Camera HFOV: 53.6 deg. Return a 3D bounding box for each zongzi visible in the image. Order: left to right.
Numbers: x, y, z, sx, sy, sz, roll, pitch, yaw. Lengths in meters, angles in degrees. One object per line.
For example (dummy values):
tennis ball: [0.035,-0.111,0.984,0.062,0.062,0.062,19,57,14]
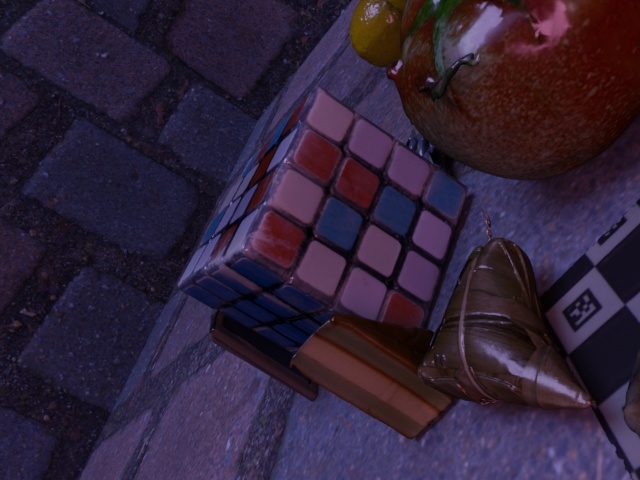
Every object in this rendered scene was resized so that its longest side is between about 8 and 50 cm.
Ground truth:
zongzi: [0.183,0.055,0.547,0.178,0.081,0.189,-15,45,61]

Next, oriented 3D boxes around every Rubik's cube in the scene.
Rubik's cube: [0.000,0.000,0.858,0.256,0.259,0.253,-28,32,59]

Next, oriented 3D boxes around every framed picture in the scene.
framed picture: [-0.082,0.120,1.002,0.023,0.189,0.260,-46,19,21]

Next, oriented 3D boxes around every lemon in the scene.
lemon: [0.155,-0.496,1.461,0.193,0.180,0.180,-4,52,43]

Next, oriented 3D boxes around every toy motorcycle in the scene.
toy motorcycle: [0.173,-0.147,0.980,0.124,0.061,0.193,-55,16,18]

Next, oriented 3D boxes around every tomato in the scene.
tomato: [0.224,-0.213,0.642,0.303,0.239,0.303,-53,26,40]

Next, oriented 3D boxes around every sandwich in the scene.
sandwich: [0.051,0.116,0.666,0.079,0.163,0.113,-52,16,20]

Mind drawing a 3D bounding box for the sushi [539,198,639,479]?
sushi: [0.281,0.004,0.383,0.343,0.064,0.359,-51,17,22]
